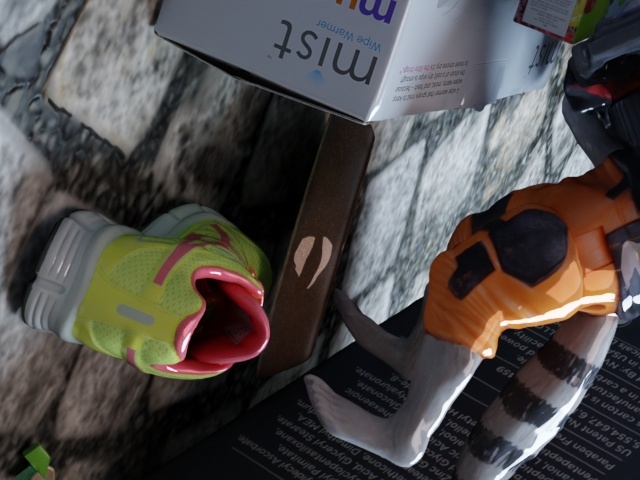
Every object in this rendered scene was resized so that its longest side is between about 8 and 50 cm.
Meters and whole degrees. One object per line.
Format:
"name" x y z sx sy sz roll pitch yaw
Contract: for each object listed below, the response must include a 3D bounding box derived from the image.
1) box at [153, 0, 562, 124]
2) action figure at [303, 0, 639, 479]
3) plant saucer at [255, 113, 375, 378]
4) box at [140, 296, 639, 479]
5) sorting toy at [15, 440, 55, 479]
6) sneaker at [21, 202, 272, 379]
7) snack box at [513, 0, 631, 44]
"box" 0.061 -0.190 0.985 0.262 0.127 0.231 -20 132 -64
"action figure" 0.164 -0.009 1.032 0.330 0.178 0.341 -32 174 10
"plant saucer" 0.000 0.000 1.116 0.168 0.029 0.168 17 90 -88
"box" 0.066 0.234 1.163 0.395 0.212 0.293 -31 133 -34
"sorting toy" -0.151 0.140 0.991 0.062 0.012 0.083 -45 152 -45
"sneaker" -0.061 0.034 0.980 0.208 0.094 0.081 -8 118 -69
"snack box" 0.150 -0.159 1.011 0.141 0.037 0.100 -27 138 -63
